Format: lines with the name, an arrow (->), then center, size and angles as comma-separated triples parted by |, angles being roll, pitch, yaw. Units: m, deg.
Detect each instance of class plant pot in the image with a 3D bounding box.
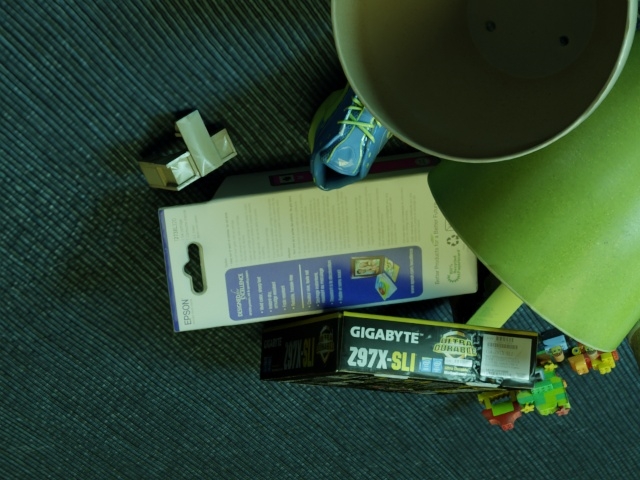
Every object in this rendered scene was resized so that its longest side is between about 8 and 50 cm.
plant pot -> 0.309, -0.084, 1.663 | 0.274, 0.275, 0.293 | 26, 113, -41
plant pot -> 0.178, -0.221, 1.514 | 0.284, 0.284, 0.191 | -29, 174, 24

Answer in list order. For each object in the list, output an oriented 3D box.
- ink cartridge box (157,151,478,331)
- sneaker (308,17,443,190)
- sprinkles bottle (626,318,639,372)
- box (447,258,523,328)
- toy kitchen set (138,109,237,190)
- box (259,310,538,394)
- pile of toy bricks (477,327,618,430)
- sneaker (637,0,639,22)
ink cartridge box -> 0.000, 0.000, 1.867 | 0.370, 0.069, 0.176 | -8, 122, -7
sneaker -> 0.060, -0.135, 1.676 | 0.091, 0.126, 0.240 | 23, 137, -13
sprinkles bottle -> 0.386, 0.031, 1.815 | 0.121, 0.355, 0.121 | -7, 145, -5
box -> 0.241, 0.027, 2.009 | 0.058, 0.087, 0.232 | 8, 140, -26
toy kitchen set -> -0.154, -0.107, 1.761 | 0.083, 0.075, 0.068 | -33, 111, -25
box -> 0.088, 0.148, 2.008 | 0.257, 0.079, 0.322 | 5, 172, -18
pile of toy bricks -> 0.325, 0.206, 2.271 | 0.212, 0.105, 0.118 | -18, 145, 10
sneaker -> 0.286, -0.256, 1.655 | 0.162, 0.063, 0.073 | 9, 160, -22
